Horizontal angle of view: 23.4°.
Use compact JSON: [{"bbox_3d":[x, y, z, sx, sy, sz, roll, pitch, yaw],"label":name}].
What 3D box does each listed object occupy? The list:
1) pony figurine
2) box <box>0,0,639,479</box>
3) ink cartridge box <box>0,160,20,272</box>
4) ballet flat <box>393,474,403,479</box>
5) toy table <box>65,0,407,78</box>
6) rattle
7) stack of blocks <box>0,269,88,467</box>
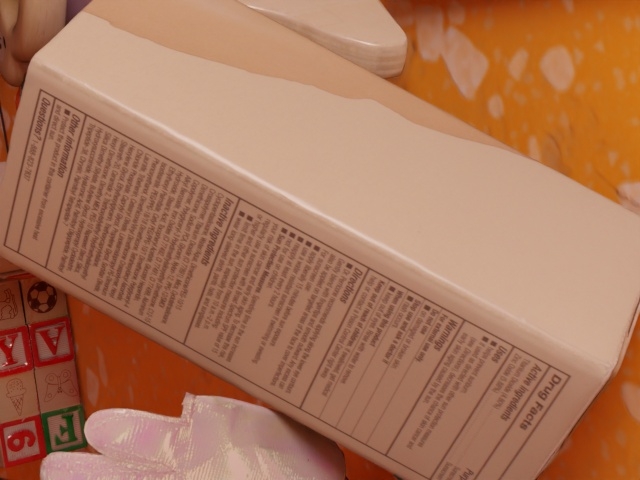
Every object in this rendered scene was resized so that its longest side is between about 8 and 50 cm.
[{"bbox_3d":[-0.009,0.262,0.862,0.363,0.351,0.302,49,117,34],"label":"pony figurine"},{"bbox_3d":[0.000,0.000,0.796,0.311,0.121,0.148,29,134,3],"label":"box"},{"bbox_3d":[-0.248,-0.020,1.269,0.104,0.181,0.061,-44,63,53],"label":"ink cartridge box"},{"bbox_3d":[0.049,0.046,0.953,0.067,0.073,0.206,-28,77,29],"label":"ballet flat"},{"bbox_3d":[-0.069,-0.174,0.935,0.274,0.161,0.252,109,143,-52],"label":"toy table"},{"bbox_3d":[-0.217,-0.132,0.931,0.130,0.143,0.199,39,133,36],"label":"rattle"},{"bbox_3d":[-0.344,0.118,1.551,0.297,0.087,0.171,0,100,57],"label":"stack of blocks"}]
